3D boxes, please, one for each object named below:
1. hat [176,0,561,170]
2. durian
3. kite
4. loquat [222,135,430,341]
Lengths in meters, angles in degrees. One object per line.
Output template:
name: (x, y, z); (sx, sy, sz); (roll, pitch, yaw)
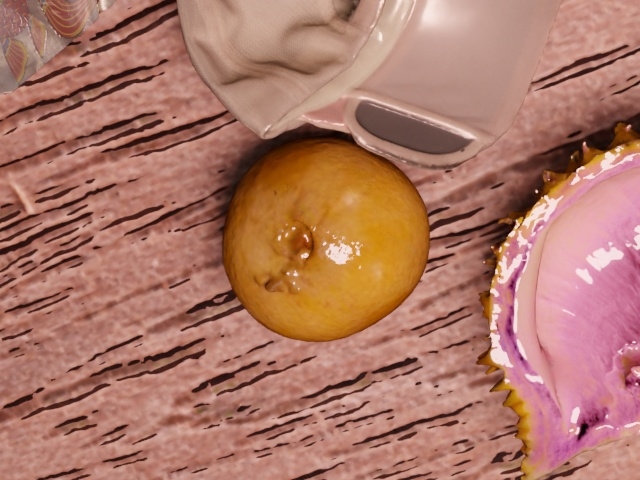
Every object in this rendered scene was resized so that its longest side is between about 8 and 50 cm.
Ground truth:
hat: (0.037, -0.170, 1.266); (0.226, 0.164, 0.219); (7, 109, -38)
durian: (0.241, 0.003, 1.283); (0.341, 0.112, 0.191); (-28, 93, 4)
kite: (-0.162, -0.196, 1.304); (0.229, 0.016, 0.127); (-29, 105, 13)
loquat: (0.000, 0.000, 1.286); (0.141, 0.141, 0.141); (1, 106, 5)
